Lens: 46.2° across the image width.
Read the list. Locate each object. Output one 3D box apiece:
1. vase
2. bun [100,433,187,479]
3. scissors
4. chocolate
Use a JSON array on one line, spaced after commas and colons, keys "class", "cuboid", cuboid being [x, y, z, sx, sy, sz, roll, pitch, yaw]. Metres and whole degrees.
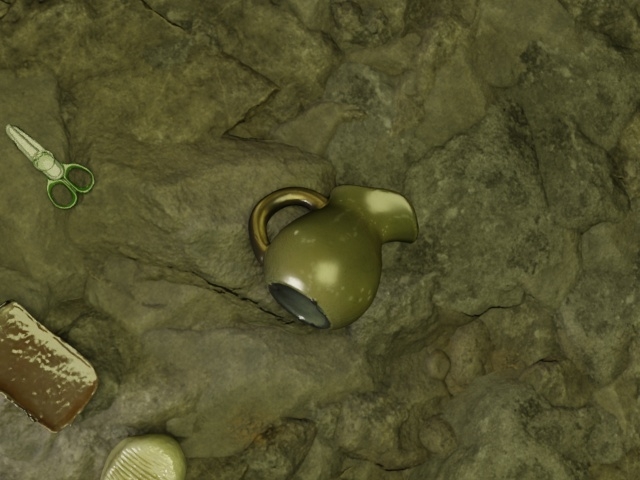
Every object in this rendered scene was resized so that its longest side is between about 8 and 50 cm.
[{"class": "vase", "cuboid": [0.000, 0.000, 1.579, 0.329, 0.241, 0.302, 30, 67, 16]}, {"class": "bun", "cuboid": [-0.355, 0.473, 1.513, 0.164, 0.111, 0.188, 29, 89, 2]}, {"class": "scissors", "cuboid": [-0.559, -0.160, 1.531, 0.101, 0.027, 0.204, -46, 99, -13]}, {"class": "chocolate", "cuboid": [-0.569, 0.254, 1.481, 0.261, 0.083, 0.161, 45, 61, -8]}]
